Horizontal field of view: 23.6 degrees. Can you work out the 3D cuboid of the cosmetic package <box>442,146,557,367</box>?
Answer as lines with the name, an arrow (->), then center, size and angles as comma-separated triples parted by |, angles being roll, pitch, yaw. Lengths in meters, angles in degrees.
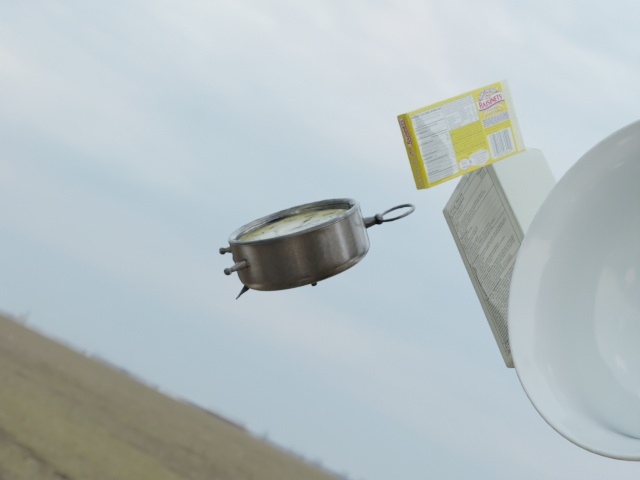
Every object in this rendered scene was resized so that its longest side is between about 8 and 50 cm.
cosmetic package -> 0.299, 0.022, 2.244 | 0.113, 0.160, 0.309 | 4, 47, -25

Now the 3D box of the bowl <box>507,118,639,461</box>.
bowl -> 0.308, 0.051, 1.257 | 0.134, 0.298, 0.298 | 26, -6, -40

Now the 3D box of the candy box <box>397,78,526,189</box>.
candy box -> 0.194, -0.145, 2.074 | 0.206, 0.105, 0.027 | -21, 7, -39

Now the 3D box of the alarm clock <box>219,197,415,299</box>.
alarm clock -> 0.000, 0.000, 1.451 | 0.129, 0.192, 0.064 | -117, -172, -78
